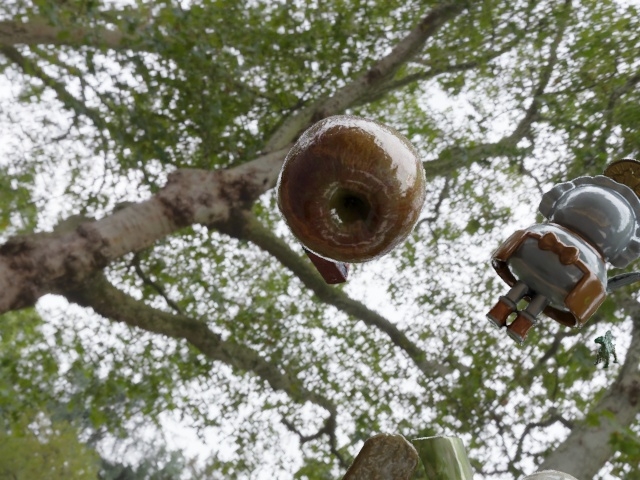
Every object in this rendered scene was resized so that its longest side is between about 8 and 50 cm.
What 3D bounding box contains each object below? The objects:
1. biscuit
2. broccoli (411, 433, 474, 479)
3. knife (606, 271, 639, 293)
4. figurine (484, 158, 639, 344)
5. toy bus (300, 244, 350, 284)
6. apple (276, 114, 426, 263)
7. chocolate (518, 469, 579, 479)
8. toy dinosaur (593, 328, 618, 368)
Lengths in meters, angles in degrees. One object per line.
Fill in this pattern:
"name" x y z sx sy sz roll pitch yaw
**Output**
"biscuit" 0.060 0.282 0.797 0.071 0.018 0.147 25 -72 -8
"broccoli" 0.252 0.542 1.272 0.361 0.252 0.221 57 -37 13
"knife" 0.432 0.081 1.094 0.184 0.026 0.022 -27 -93 37
"figurine" 0.309 0.008 0.853 0.143 0.143 0.271 39 -79 24
"toy bus" 0.000 0.000 1.506 0.074 0.096 0.235 -10 -38 21
"apple" 0.043 -0.073 0.969 0.211 0.188 0.211 3 -65 7
"chocolate" 0.255 0.391 0.906 0.134 0.134 0.309 53 -44 11
"toy dinosaur" 0.485 0.177 1.158 0.029 0.120 0.060 9 -81 41
